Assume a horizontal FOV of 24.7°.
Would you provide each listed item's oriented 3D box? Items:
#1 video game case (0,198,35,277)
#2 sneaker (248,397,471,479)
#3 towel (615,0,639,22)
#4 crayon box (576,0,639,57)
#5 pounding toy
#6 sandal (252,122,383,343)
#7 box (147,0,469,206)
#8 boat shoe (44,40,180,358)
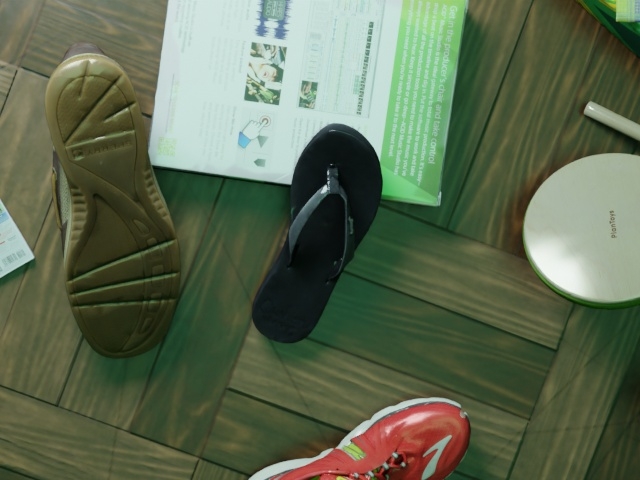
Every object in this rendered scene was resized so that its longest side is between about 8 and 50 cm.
[{"bbox_3d":[-0.377,-0.012,1.582,0.087,0.011,0.122,-30,95,-2],"label":"video game case"},{"bbox_3d":[0.043,0.263,1.573,0.279,0.118,0.107,-27,95,-2],"label":"sneaker"},{"bbox_3d":[0.349,-0.256,1.524,0.083,0.009,0.060,-1,97,1],"label":"towel"},{"bbox_3d":[0.447,-0.360,1.577,0.313,0.106,0.363,41,90,-5],"label":"crayon box"},{"bbox_3d":[0.327,-0.012,1.591,0.183,0.110,0.236,20,67,23],"label":"pounding toy"},{"bbox_3d":[0.001,0.001,1.552,0.097,0.054,0.254,15,110,-7],"label":"sandal"},{"bbox_3d":[-0.015,-0.170,1.580,0.322,0.058,0.232,8,92,-3],"label":"box"},{"bbox_3d":[-0.225,-0.043,1.541,0.123,0.123,0.341,-13,116,-8],"label":"boat shoe"}]
